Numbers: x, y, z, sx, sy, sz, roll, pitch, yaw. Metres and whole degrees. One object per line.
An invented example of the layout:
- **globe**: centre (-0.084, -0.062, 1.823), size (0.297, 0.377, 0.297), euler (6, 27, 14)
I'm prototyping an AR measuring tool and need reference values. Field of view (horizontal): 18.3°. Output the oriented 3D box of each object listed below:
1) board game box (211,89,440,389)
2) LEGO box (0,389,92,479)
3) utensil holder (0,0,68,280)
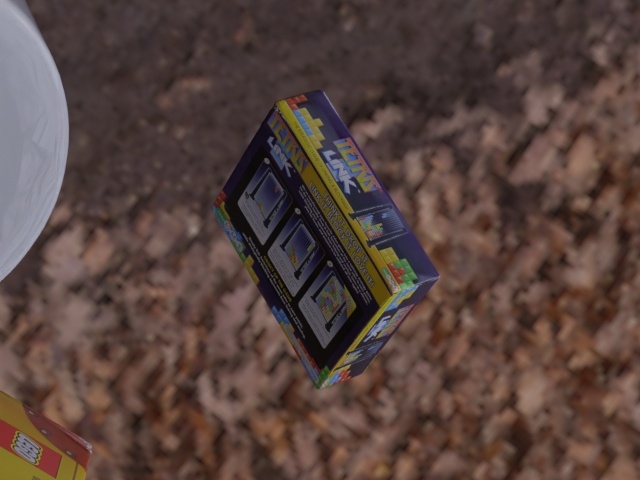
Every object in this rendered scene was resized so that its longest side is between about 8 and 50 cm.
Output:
- **board game box**: centre (0.000, 0.000, 1.443), size (0.048, 0.170, 0.141), euler (-17, 157, -36)
- **LEGO box**: centre (-0.329, 0.304, 1.221), size (0.372, 0.193, 0.500), euler (-58, -172, 9)
- **utensil holder**: centre (-0.382, -0.140, 1.549), size (0.328, 0.385, 0.327), euler (-9, 119, -17)
